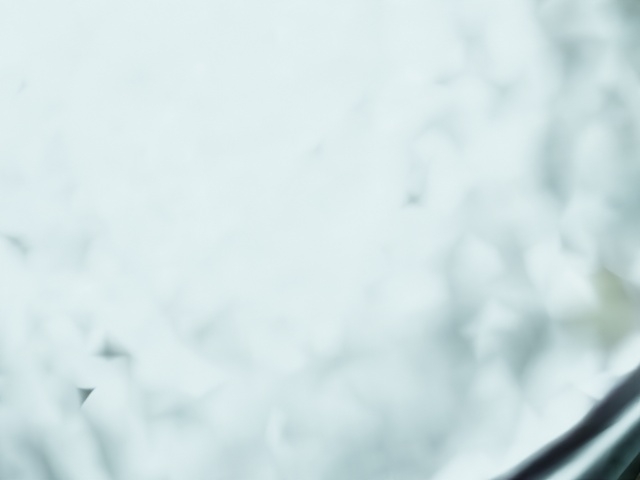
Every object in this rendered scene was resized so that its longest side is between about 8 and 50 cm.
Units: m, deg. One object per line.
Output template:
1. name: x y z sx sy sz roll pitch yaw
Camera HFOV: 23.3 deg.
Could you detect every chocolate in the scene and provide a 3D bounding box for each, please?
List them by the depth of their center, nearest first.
1. chocolate: 0.000 0.000 0.478 0.213 0.303 0.303 63 -169 -59
